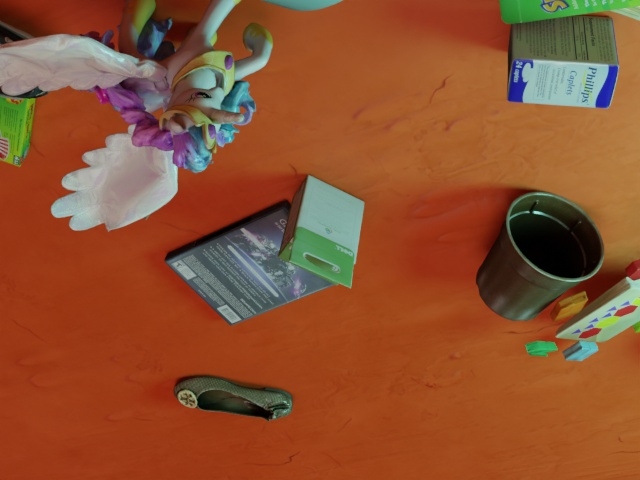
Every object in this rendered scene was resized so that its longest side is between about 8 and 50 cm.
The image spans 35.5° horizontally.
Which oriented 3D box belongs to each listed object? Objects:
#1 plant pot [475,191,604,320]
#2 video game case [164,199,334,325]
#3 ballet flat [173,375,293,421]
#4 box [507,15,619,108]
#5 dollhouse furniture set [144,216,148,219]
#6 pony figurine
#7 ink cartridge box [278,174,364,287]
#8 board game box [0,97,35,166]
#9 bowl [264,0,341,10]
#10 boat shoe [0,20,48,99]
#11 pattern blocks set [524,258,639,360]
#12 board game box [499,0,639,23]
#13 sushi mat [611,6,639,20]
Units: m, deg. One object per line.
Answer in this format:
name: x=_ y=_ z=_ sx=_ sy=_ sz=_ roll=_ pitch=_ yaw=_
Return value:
plant pot: x=0.338 y=0.036 z=1.598 sx=0.166 sy=0.167 sz=0.165 roll=19 pitch=142 yaw=-7
video game case: x=-0.114 y=0.047 z=1.780 sx=0.274 sy=0.026 sz=0.196 roll=-23 pitch=125 yaw=28
ballet flat: x=-0.181 y=0.330 z=2.040 sx=0.249 sy=0.058 sz=0.084 roll=8 pitch=134 yaw=3
box: x=0.323 y=-0.243 z=1.344 sx=0.137 sy=0.126 sz=0.072 roll=5 pitch=133 yaw=7
dollhouse furniture set: x=-0.304 y=-0.080 z=1.670 sx=0.076 sy=0.059 sz=0.152 roll=27 pitch=132 yaw=-15
pony figurine: x=-0.228 y=-0.206 z=1.322 sx=0.350 sy=0.364 sz=0.303 roll=-12 pitch=131 yaw=21
ink cartridge box: x=0.000 y=0.000 z=1.582 sx=0.109 sy=0.209 sz=0.062 roll=26 pitch=130 yaw=-13
board game box: x=-0.509 y=-0.209 z=1.597 sx=0.092 sy=0.043 sz=0.181 roll=18 pitch=134 yaw=-6
bowl: x=-0.013 y=-0.398 z=1.178 sx=0.311 sy=0.312 sz=0.163 roll=-23 pitch=146 yaw=29
boat shoe: x=-0.530 y=-0.296 z=1.457 sx=0.302 sy=0.091 sz=0.114 roll=20 pitch=111 yaw=-3
pattern blocks set: x=0.490 y=0.112 z=1.644 sx=0.285 sy=0.026 sz=0.324 roll=16 pitch=138 yaw=-44
board game box: x=0.354 y=-0.351 z=1.272 sx=0.259 sy=0.039 sz=0.124 roll=-7 pitch=131 yaw=13
sushi mat: x=0.319 y=-0.385 z=1.283 sx=0.316 sy=0.019 sz=0.151 roll=16 pitch=133 yaw=-6
